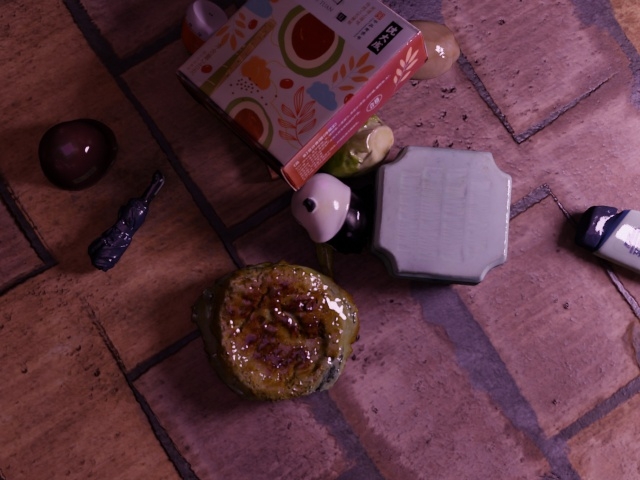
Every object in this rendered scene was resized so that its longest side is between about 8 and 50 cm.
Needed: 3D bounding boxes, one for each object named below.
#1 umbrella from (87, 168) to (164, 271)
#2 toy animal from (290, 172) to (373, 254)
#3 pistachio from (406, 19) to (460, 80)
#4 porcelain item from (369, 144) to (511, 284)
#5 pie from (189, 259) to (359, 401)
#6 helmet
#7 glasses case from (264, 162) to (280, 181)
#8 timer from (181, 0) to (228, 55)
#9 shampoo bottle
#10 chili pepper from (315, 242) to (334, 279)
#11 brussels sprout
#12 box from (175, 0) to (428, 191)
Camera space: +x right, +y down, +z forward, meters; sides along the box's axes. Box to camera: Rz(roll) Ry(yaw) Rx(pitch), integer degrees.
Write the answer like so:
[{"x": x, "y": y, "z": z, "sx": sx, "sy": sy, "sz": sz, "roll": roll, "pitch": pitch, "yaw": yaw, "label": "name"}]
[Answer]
[{"x": -0.409, "y": -0.044, "z": 1.683, "sx": 0.071, "sy": 0.071, "sz": 0.248, "roll": 37, "pitch": 86, "yaw": 2, "label": "umbrella"}, {"x": 0.022, "y": -0.066, "z": 1.634, "sx": 0.179, "sy": 0.166, "sz": 0.138, "roll": 19, "pitch": 125, "yaw": -27, "label": "toy animal"}, {"x": 0.187, "y": -0.409, "z": 1.697, "sx": 0.226, "sy": 0.136, "sz": 0.135, "roll": 1, "pitch": 84, "yaw": 9, "label": "pistachio"}, {"x": 0.247, "y": -0.052, "z": 1.652, "sx": 0.282, "sy": 0.157, "sz": 0.285, "roll": 3, "pitch": 85, "yaw": 1, "label": "porcelain item"}, {"x": -0.094, "y": 0.186, "z": 1.649, "sx": 0.355, "sy": 0.103, "sz": 0.288, "roll": -5, "pitch": 92, "yaw": -1, "label": "pie"}, {"x": -0.525, "y": -0.194, "z": 1.678, "sx": 0.175, "sy": 0.106, "sz": 0.155, "roll": -24, "pitch": 86, "yaw": -7, "label": "helmet"}, {"x": -0.111, "y": -0.243, "z": 1.716, "sx": 0.075, "sy": 0.049, "sz": 0.218, "roll": -22, "pitch": 85, "yaw": 0, "label": "glasses case"}, {"x": -0.255, "y": -0.443, "z": 1.707, "sx": 0.099, "sy": 0.136, "sz": 0.136, "roll": 9, "pitch": 83, "yaw": -30, "label": "timer"}, {"x": 0.737, "y": 0.021, "z": 1.695, "sx": 0.360, "sy": 0.078, "sz": 0.134, "roll": 23, "pitch": 81, "yaw": 1, "label": "shampoo bottle"}, {"x": 0.001, "y": 0.000, "z": 1.700, "sx": 0.043, "sy": 0.049, "sz": 0.208, "roll": -25, "pitch": 86, "yaw": 38, "label": "chili pepper"}, {"x": 0.060, "y": -0.207, "z": 1.666, "sx": 0.162, "sy": 0.181, "sz": 0.143, "roll": -36, "pitch": 128, "yaw": -22, "label": "brussels sprout"}, {"x": -0.041, "y": -0.354, "z": 1.603, "sx": 0.385, "sy": 0.122, "sz": 0.344, "roll": -45, "pitch": 66, "yaw": -3, "label": "box"}]
